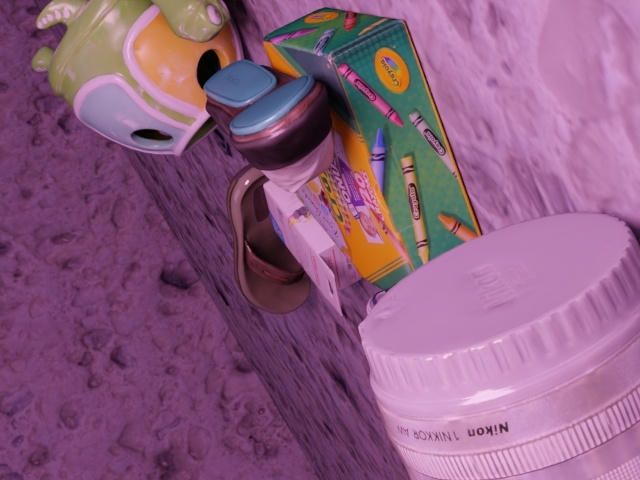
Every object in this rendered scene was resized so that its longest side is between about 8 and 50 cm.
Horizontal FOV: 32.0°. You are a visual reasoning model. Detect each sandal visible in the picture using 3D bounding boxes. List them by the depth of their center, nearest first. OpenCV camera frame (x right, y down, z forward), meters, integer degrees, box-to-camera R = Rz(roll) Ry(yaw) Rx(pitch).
[{"bbox_3d":[-0.067,0.013,1.651,0.086,0.120,0.303,34,153,33],"label":"sandal"}]

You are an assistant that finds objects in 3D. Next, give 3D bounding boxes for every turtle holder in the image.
[{"bbox_3d":[-0.200,-0.251,1.425,0.227,0.243,0.320,46,126,-1],"label":"turtle holder"}]

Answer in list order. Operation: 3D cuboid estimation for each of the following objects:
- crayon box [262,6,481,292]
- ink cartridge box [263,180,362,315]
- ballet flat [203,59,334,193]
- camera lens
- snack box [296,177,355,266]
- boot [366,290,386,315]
[{"bbox_3d":[0.056,-0.076,1.064,0.165,0.081,0.278,32,149,63],"label":"crayon box"},{"bbox_3d":[0.000,0.000,1.471,0.181,0.061,0.104,52,165,34],"label":"ink cartridge box"},{"bbox_3d":[-0.035,-0.103,0.999,0.096,0.095,0.280,56,178,-21],"label":"ballet flat"},{"bbox_3d":[0.173,0.145,0.793,0.274,0.219,0.219,65,166,-15],"label":"camera lens"},{"bbox_3d":[0.013,-0.049,1.374,0.141,0.037,0.100,51,165,35],"label":"snack box"},{"bbox_3d":[0.110,0.072,1.234,0.190,0.069,0.086,28,138,53],"label":"boot"}]
